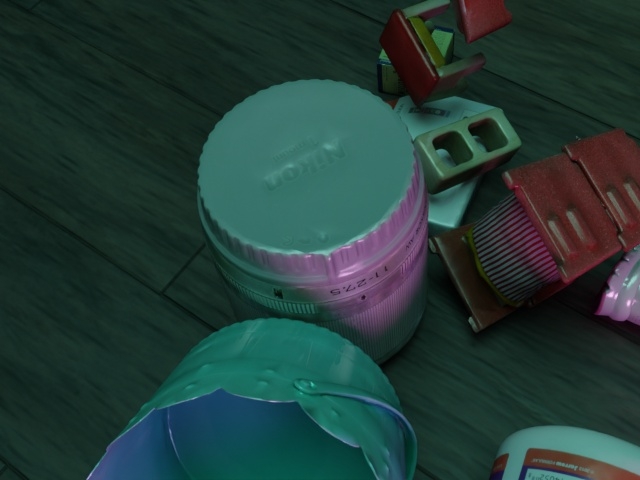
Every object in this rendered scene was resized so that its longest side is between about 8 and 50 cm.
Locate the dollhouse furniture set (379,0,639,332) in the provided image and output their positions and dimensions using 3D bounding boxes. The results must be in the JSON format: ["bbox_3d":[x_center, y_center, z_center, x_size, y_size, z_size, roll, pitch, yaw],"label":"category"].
[{"bbox_3d":[0.171,-0.114,0.909,0.152,0.201,0.374,-22,75,-22],"label":"dollhouse furniture set"}]

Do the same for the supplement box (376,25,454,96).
[{"bbox_3d":[0.126,-0.238,1.139,0.083,0.056,0.083,14,61,14],"label":"supplement box"}]

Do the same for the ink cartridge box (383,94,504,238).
[{"bbox_3d":[0.087,-0.109,1.069,0.232,0.066,0.189,20,63,13],"label":"ink cartridge box"}]

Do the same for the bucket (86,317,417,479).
[{"bbox_3d":[-0.048,0.212,0.747,0.281,0.281,0.183,4,20,9],"label":"bucket"}]

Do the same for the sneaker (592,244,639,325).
[{"bbox_3d":[0.405,0.009,0.940,0.111,0.103,0.252,34,73,18],"label":"sneaker"}]

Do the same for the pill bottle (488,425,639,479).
[{"bbox_3d":[0.196,0.331,0.713,0.182,0.181,0.323,16,63,16],"label":"pill bottle"}]

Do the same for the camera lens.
[{"bbox_3d":[0.000,0.000,0.881,0.219,0.274,0.219,-3,58,5],"label":"camera lens"}]
